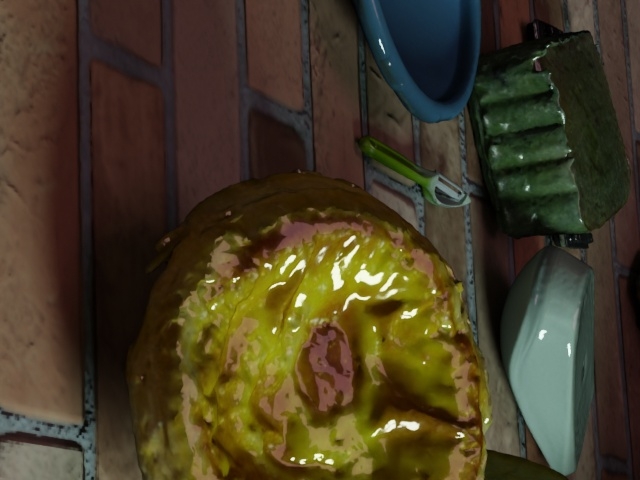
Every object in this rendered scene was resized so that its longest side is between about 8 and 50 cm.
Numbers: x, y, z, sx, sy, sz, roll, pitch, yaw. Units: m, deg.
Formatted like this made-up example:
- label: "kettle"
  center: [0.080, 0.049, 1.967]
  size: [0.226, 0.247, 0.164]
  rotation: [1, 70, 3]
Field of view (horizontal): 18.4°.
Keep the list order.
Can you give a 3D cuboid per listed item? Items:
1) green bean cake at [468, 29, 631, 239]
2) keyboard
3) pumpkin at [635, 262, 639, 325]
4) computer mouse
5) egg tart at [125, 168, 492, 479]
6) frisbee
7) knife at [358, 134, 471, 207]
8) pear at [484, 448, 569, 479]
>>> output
- label: "green bean cake"
  center: [0.209, -0.097, 1.829]
  size: [0.173, 0.094, 0.181]
  rotation: [-28, 107, -63]
- label: "keyboard"
  center: [0.239, -0.105, 1.970]
  size: [0.094, 0.025, 0.230]
  rotation: [1, 81, -66]
- label: "pumpkin"
  center: [0.461, 0.143, 2.205]
  size: [0.169, 0.148, 0.312]
  rotation: [-45, 126, -54]
- label: "computer mouse"
  center: [0.207, 0.106, 1.788]
  size: [0.128, 0.079, 0.230]
  rotation: [-63, 152, -46]
- label: "egg tart"
  center: [-0.017, 0.102, 1.248]
  size: [0.295, 0.116, 0.294]
  rotation: [5, 82, -38]
- label: "frisbee"
  center: [0.064, -0.236, 1.632]
  size: [0.289, 0.049, 0.289]
  rotation: [-8, 90, -67]
- label: "knife"
  center: [0.078, -0.054, 1.635]
  size: [0.022, 0.026, 0.184]
  rotation: [49, 12, 32]
- label: "pear"
  center: [0.102, 0.262, 1.380]
  size: [0.238, 0.255, 0.164]
  rotation: [-14, 125, -42]
